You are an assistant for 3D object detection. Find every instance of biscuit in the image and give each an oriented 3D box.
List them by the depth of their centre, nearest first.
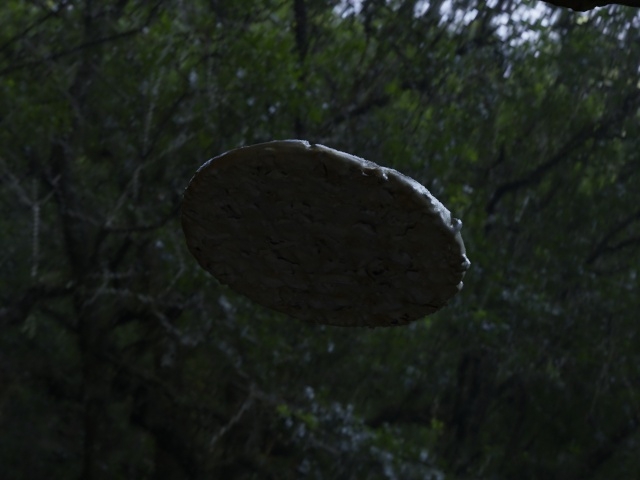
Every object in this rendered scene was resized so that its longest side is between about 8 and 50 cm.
[{"bbox_3d":[0.000,0.000,0.615,0.152,0.020,0.152,11,-35,8],"label":"biscuit"}]

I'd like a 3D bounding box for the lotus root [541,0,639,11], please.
[{"bbox_3d":[0.261,-0.347,0.888,0.250,0.250,0.346,8,-66,21],"label":"lotus root"}]
